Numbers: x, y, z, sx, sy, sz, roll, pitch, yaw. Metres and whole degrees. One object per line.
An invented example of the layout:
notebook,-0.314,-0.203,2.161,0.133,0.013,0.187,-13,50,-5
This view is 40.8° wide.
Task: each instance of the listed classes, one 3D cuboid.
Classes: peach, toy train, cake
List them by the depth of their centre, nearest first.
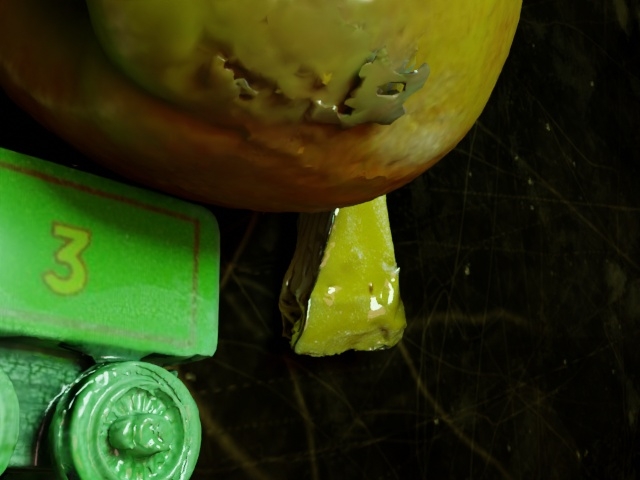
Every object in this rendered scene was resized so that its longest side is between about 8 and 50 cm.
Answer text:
toy train,-0.164,0.049,0.441,0.243,0.132,0.188,15,66,-42
peach,-0.030,-0.190,0.500,0.373,0.290,0.372,13,38,-10
cake,-0.002,0.000,0.651,0.116,0.080,0.184,-18,103,-31
